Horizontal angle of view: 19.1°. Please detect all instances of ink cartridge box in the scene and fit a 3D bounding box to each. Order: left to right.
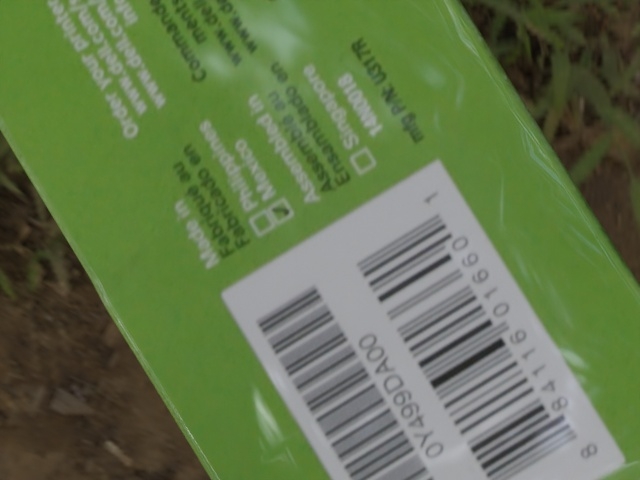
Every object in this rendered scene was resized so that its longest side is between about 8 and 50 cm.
[{"bbox_3d":[0.000,0.000,0.503,0.097,0.255,0.189,-31,84,-2],"label":"ink cartridge box"}]
